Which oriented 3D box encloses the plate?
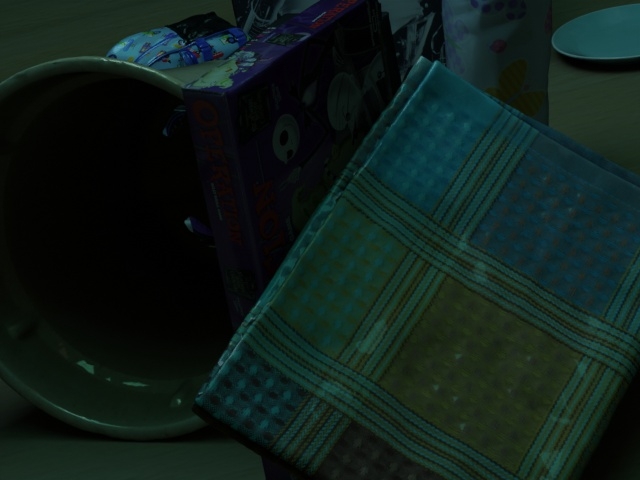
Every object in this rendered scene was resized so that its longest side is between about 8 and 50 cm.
[{"bbox_3d":[0.378,-0.249,2.045,0.188,0.024,0.188,-9,26,5],"label":"plate"}]

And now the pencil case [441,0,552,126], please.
[{"bbox_3d":[0.178,-0.171,1.690,0.114,0.273,0.124,-10,32,-10],"label":"pencil case"}]

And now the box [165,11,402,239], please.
[{"bbox_3d":[-0.028,-0.126,1.800,0.143,0.165,0.270,3,30,30],"label":"box"}]

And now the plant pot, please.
[{"bbox_3d":[-0.129,-0.030,1.522,0.334,0.333,0.305,-2,16,20],"label":"plant pot"}]

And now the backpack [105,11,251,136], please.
[{"bbox_3d":[-0.169,-0.176,1.972,0.173,0.158,0.117,-20,31,-29],"label":"backpack"}]

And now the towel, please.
[{"bbox_3d":[0.108,0.050,1.238,0.271,0.040,0.370,31,59,6],"label":"towel"}]

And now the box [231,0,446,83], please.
[{"bbox_3d":[0.061,-0.354,2.066,0.343,0.312,0.179,-9,26,8],"label":"box"}]

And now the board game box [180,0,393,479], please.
[{"bbox_3d":[0.000,0.000,1.316,0.056,0.346,0.208,12,35,37],"label":"board game box"}]

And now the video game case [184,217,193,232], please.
[{"bbox_3d":[-0.183,-0.053,1.887,0.190,0.022,0.173,3,28,26],"label":"video game case"}]
